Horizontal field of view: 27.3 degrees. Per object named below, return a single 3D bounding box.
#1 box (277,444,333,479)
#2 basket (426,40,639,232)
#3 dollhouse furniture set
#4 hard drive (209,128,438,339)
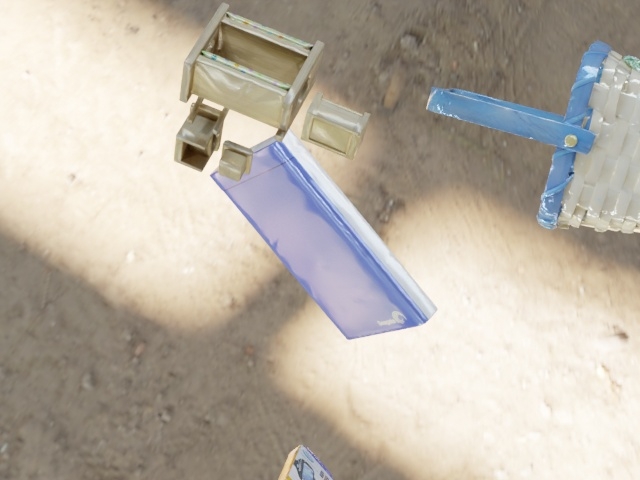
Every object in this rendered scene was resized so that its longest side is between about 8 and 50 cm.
[{"bbox_3d":[-0.020,0.354,1.922,0.028,0.136,0.081,-39,96,16],"label":"box"},{"bbox_3d":[0.265,-0.117,1.419,0.288,0.255,0.201,12,100,9],"label":"basket"},{"bbox_3d":[-0.041,-0.126,1.325,0.182,0.101,0.161,23,144,5],"label":"dollhouse furniture set"},{"bbox_3d":[0.000,0.000,1.829,0.319,0.040,0.210,50,151,-12],"label":"hard drive"}]
